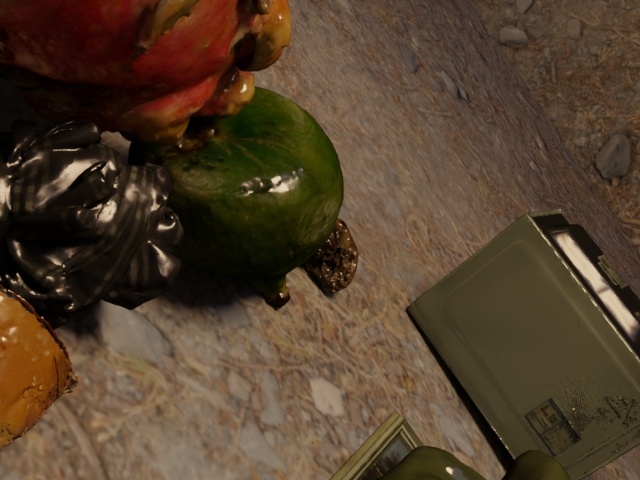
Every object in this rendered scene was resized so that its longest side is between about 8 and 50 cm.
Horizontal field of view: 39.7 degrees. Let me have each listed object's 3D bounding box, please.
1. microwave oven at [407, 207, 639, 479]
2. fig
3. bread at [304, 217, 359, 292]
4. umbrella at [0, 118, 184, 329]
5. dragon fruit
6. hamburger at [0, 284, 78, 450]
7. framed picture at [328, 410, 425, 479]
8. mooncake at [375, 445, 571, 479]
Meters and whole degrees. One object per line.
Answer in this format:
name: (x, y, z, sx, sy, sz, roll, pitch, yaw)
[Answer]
microwave oven: (0.301, 0.137, 1.139, 0.295, 0.237, 0.181, 56, 26, 15)
fig: (-0.081, -0.020, 0.852, 0.203, 0.235, 0.203, 2, 45, -2)
bread: (0.000, 0.000, 1.020, 0.113, 0.060, 0.082, 40, 32, -20)
umbrella: (-0.242, -0.038, 0.599, 0.337, 0.154, 0.128, 27, -4, -41)
dragon fruit: (-0.140, -0.200, 0.688, 0.296, 0.314, 0.263, 44, -12, 46)
hamburger: (-0.224, 0.076, 0.538, 0.176, 0.087, 0.102, 48, 27, -33)
framed picture: (0.124, 0.327, 0.868, 0.296, 0.019, 0.232, 55, 27, 4)
mooncake: (0.141, 0.327, 0.692, 0.351, 0.187, 0.351, 33, 37, -29)
